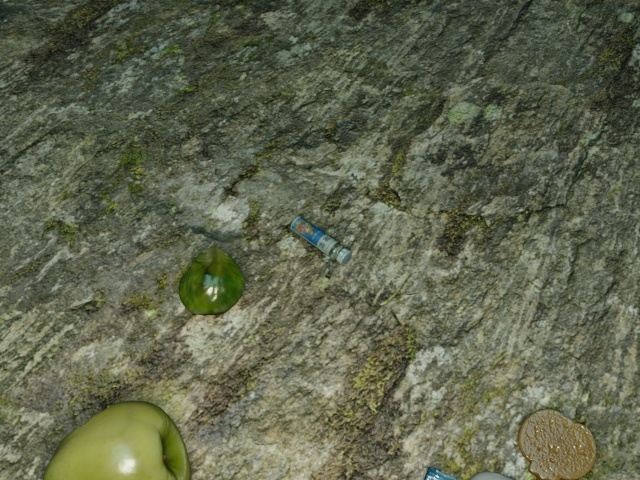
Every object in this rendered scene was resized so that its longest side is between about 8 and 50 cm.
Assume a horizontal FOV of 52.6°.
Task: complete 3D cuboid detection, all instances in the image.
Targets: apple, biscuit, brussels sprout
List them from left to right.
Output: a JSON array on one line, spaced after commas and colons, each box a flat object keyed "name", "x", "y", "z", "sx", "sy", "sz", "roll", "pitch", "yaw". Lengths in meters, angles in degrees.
[{"name": "apple", "x": -0.395, "y": 0.465, "z": 1.298, "sx": 0.280, "sy": 0.279, "sz": 0.279, "roll": 1, "pitch": 52, "yaw": -1}, {"name": "brussels sprout", "x": -0.274, "y": 0.109, "z": 1.658, "sx": 0.162, "sy": 0.144, "sz": 0.180, "roll": -10, "pitch": 57, "yaw": 36}, {"name": "biscuit", "x": 0.523, "y": 0.468, "z": 1.452, "sx": 0.171, "sy": 0.050, "sz": 0.170, "roll": -1, "pitch": 59, "yaw": 2}]

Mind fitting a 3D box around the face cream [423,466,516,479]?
[{"name": "face cream", "x": 0.374, "y": 0.569, "z": 1.346, "sx": 0.337, "sy": 0.080, "sz": 0.163, "roll": 20, "pitch": 50, "yaw": 14}]

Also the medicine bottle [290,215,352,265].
[{"name": "medicine bottle", "x": 0.000, "y": 0.000, "z": 1.803, "sx": 0.191, "sy": 0.051, "sz": 0.051, "roll": 35, "pitch": 59, "yaw": 22}]
